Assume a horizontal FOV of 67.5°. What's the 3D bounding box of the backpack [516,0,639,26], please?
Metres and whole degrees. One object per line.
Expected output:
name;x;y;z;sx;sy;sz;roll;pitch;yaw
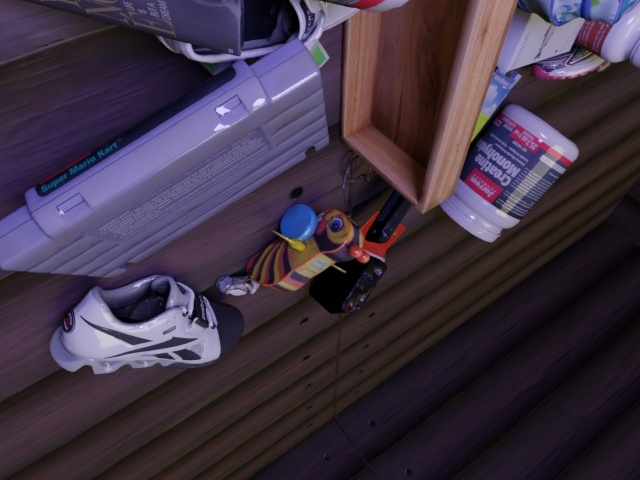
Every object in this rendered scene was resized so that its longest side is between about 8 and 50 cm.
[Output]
backpack;0.368;-0.437;0.597;0.356;0.273;0.290;-29;153;-5

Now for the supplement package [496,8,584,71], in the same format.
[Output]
supplement package;0.346;-0.367;0.793;0.179;0.105;0.105;-25;148;-26

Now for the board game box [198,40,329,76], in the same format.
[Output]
board game box;-0.082;-0.234;0.546;0.124;0.039;0.259;-45;154;7

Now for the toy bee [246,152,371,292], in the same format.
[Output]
toy bee;0.000;0.000;0.829;0.195;0.162;0.298;6;126;-39

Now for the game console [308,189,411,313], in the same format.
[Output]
game console;0.106;-0.015;0.966;0.044;0.213;0.361;35;86;-17

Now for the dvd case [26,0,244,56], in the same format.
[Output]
dvd case;-0.160;-0.187;0.310;0.164;0.222;0.018;165;-63;-80

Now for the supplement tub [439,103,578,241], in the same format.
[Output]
supplement tub;0.417;-0.150;1.090;0.191;0.191;0.272;2;129;-51

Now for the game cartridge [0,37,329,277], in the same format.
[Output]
game cartridge;-0.155;-0.074;0.549;0.355;0.068;0.230;-32;169;-1

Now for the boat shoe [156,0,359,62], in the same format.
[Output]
boat shoe;-0.035;-0.229;0.484;0.258;0.084;0.095;-29;148;-23

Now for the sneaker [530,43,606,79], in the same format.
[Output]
sneaker;0.538;-0.429;0.953;0.299;0.121;0.112;-39;122;-1

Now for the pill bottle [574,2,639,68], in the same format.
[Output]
pill bottle;0.501;-0.389;0.832;0.121;0.216;0.121;-29;149;-19

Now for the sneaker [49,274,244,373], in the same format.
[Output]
sneaker;-0.232;0.124;0.770;0.331;0.122;0.146;3;131;-52

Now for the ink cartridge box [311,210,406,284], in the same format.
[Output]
ink cartridge box;0.108;0.052;1.148;0.232;0.066;0.189;-44;151;15

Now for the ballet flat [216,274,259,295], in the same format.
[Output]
ballet flat;-0.144;0.086;0.908;0.114;0.041;0.041;-4;134;-48

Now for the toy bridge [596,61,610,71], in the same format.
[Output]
toy bridge;0.671;-0.469;1.121;0.063;0.026;0.188;-37;151;-4

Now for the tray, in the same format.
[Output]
tray;0.117;-0.239;0.596;0.076;0.203;0.410;-32;150;-19

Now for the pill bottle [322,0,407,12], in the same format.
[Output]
pill bottle;-0.064;-0.279;0.328;0.319;0.176;0.176;-2;135;-30

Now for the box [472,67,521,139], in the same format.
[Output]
box;0.308;-0.268;0.951;0.109;0.042;0.178;-2;133;-50
